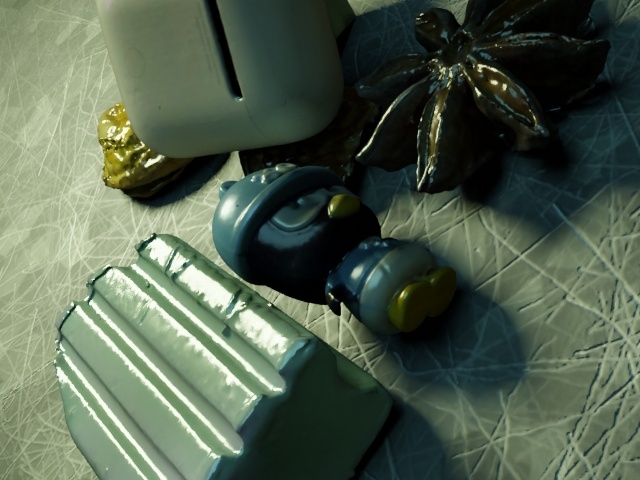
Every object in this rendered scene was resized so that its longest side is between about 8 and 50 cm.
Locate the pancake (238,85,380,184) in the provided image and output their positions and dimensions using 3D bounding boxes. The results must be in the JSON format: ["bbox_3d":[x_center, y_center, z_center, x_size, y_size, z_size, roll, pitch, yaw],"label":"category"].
[{"bbox_3d":[-0.026,-0.101,1.405,0.212,0.056,0.257,-8,46,33],"label":"pancake"}]

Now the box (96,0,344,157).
[{"bbox_3d":[-0.136,-0.256,1.392,0.349,0.288,0.141,-4,15,40],"label":"box"}]

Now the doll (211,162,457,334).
[{"bbox_3d":[0.000,0.000,1.187,0.314,0.141,0.177,27,36,33],"label":"doll"}]

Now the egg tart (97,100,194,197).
[{"bbox_3d":[-0.264,-0.209,1.687,0.297,0.132,0.297,-32,36,27],"label":"egg tart"}]

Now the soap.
[{"bbox_3d":[-0.146,0.164,1.219,0.261,0.156,0.446,-57,38,-3],"label":"soap"}]

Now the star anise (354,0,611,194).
[{"bbox_3d":[0.178,-0.180,1.214,0.332,0.117,0.331,-21,43,21],"label":"star anise"}]

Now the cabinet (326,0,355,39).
[{"bbox_3d":[-0.093,-0.319,1.545,0.206,0.145,0.150,-10,33,41],"label":"cabinet"}]
